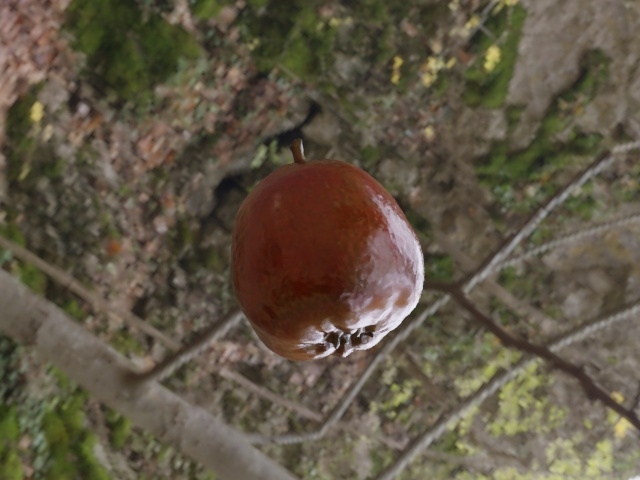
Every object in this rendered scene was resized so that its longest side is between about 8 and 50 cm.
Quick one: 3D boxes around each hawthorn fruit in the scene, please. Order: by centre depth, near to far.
[{"bbox_3d":[0.000,0.000,1.153,0.196,0.197,0.225,-33,-115,48],"label":"hawthorn fruit"}]
